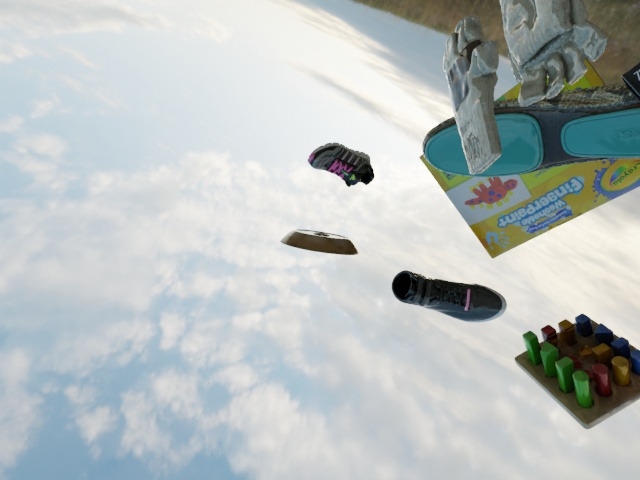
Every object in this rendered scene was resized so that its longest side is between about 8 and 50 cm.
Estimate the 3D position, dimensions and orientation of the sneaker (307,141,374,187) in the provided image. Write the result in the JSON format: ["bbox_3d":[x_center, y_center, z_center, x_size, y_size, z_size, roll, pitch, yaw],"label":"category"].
[{"bbox_3d":[0.052,-0.151,0.842,0.171,0.063,0.074,2,-126,-41],"label":"sneaker"}]

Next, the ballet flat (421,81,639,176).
[{"bbox_3d":[0.456,-0.226,0.800,0.483,0.164,0.182,0,-139,33],"label":"ballet flat"}]

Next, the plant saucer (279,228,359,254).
[{"bbox_3d":[0.000,0.000,0.423,0.084,0.015,0.083,8,-174,-1],"label":"plant saucer"}]

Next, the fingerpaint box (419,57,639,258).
[{"bbox_3d":[0.569,-0.220,1.101,0.371,0.445,0.163,54,-143,2],"label":"fingerpaint box"}]

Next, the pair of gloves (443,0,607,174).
[{"bbox_3d":[0.210,-0.213,0.474,0.042,0.240,0.204,-6,-110,-6],"label":"pair of gloves"}]

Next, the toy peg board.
[{"bbox_3d":[0.435,0.189,0.671,0.161,0.079,0.161,-29,-153,-3],"label":"toy peg board"}]

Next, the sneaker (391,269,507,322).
[{"bbox_3d":[0.314,0.146,1.060,0.296,0.104,0.147,8,175,45],"label":"sneaker"}]

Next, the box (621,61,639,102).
[{"bbox_3d":[0.499,-0.199,0.480,0.078,0.180,0.147,8,-127,-42],"label":"box"}]
